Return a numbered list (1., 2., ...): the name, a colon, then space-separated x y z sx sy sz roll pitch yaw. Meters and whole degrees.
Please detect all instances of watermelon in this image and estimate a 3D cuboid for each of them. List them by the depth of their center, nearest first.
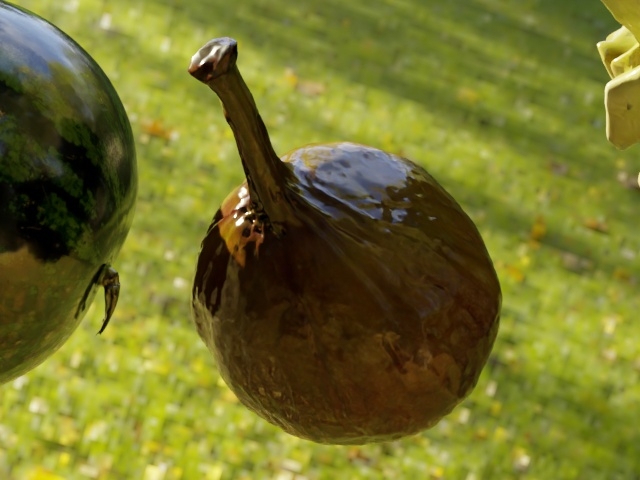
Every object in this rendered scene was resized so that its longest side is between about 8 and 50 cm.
1. watermelon: -0.243 -0.036 1.227 0.269 0.269 0.269 16 17 -5

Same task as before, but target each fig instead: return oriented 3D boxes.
1. fig: -0.023 -0.002 1.101 0.290 0.190 0.190 40 3 -33

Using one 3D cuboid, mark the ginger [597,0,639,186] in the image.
1. ginger: 0.335 -0.088 1.264 0.358 0.211 0.413 15 -18 24
